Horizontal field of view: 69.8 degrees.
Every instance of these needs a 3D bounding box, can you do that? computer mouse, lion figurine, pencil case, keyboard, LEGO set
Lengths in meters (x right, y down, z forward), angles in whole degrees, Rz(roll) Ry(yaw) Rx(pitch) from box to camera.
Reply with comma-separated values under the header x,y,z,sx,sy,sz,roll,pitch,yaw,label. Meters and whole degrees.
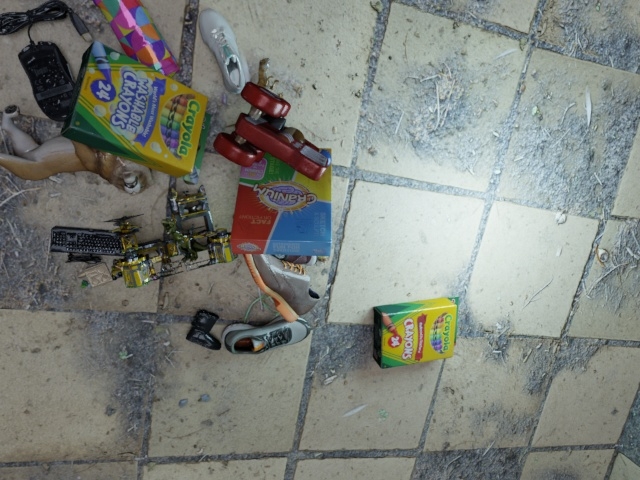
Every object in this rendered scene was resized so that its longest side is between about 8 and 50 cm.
x,y,z,sx,sy,sz,roll,pitch,yaw,label
-0.617,-0.426,1.092,0.184,0.060,0.261,-27,103,-7,computer mouse
-0.622,-0.205,1.110,0.393,0.240,0.142,2,62,-1,lion figurine
-0.438,-0.491,1.098,0.105,0.104,0.236,-31,110,-5,pencil case
-0.617,0.020,1.229,0.192,0.038,0.100,4,105,-16,keyboard
-0.384,-0.030,1.170,0.332,0.255,0.191,-13,109,-15,LEGO set

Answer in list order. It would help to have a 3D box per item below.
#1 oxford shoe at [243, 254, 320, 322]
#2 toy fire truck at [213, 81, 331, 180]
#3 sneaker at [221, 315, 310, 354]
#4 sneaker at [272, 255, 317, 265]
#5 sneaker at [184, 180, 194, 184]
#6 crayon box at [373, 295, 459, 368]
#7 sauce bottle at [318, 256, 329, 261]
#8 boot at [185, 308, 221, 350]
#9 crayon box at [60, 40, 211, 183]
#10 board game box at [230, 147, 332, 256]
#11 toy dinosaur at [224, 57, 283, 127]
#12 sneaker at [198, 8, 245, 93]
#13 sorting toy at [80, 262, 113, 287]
x,y,z,sx,sy,sz,roll,pitch,yaw,label
-0.113,0.091,1.304,0.133,0.129,0.363,-29,137,1,oxford shoe
-0.092,-0.237,1.105,0.254,0.302,0.169,32,105,-5,toy fire truck
-0.160,0.301,1.401,0.272,0.108,0.100,-7,106,-15,sneaker
-0.102,-0.045,1.319,0.163,0.106,0.281,-10,109,-9,sneaker
-0.374,-0.243,1.205,0.086,0.064,0.191,-2,98,-18,sneaker
0.341,0.306,1.554,0.319,0.081,0.202,-6,107,-14,crayon box
0.000,0.000,1.391,0.042,0.042,0.128,-16,111,-11,sauce bottle
-0.335,0.268,1.378,0.121,0.045,0.099,27,91,-22,boot
-0.392,-0.280,1.062,0.323,0.083,0.202,19,73,-41,crayon box
-0.090,-0.109,1.180,0.243,0.316,0.064,1,145,-1,board game box
-0.162,-0.378,1.237,0.113,0.064,0.211,22,94,4,toy dinosaur
-0.239,-0.479,1.158,0.080,0.094,0.212,-25,110,-6,sneaker
-0.624,0.100,1.263,0.083,0.012,0.061,-21,115,-12,sorting toy
